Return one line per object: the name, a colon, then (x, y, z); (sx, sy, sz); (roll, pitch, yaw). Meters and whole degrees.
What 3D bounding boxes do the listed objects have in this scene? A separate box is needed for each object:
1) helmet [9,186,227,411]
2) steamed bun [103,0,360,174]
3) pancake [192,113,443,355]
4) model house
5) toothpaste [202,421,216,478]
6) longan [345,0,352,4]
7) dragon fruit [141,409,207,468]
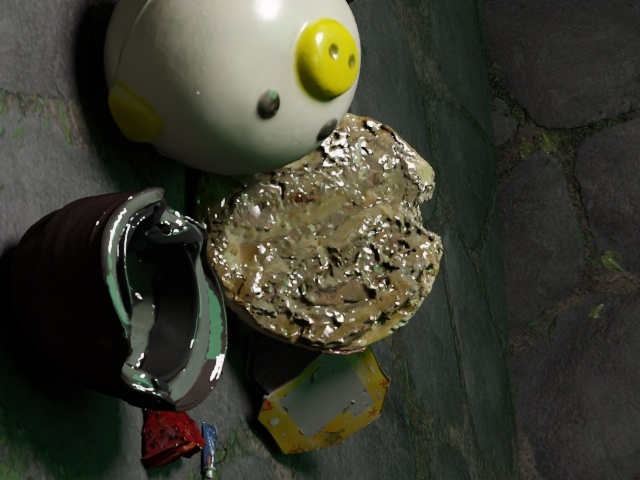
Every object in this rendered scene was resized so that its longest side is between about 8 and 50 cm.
helmet: (-0.235, 0.073, 1.575); (0.305, 0.177, 0.225); (64, 29, -53)
steamed bun: (-0.114, -0.245, 1.870); (0.374, 0.334, 0.334); (16, 64, -55)
pancake: (0.007, -0.015, 2.056); (0.071, 0.382, 0.382); (135, -53, -76)
model house: (-0.019, 0.215, 2.172); (0.136, 0.207, 0.219); (46, -6, 42)
toothpaste: (-0.152, 0.289, 1.917); (0.027, 0.019, 0.083); (33, 42, -41)
longan: (-0.065, -0.510, 2.124); (0.404, 0.336, 0.404); (48, 18, -22)
dragon fruit: (-0.175, 0.253, 1.805); (0.131, 0.063, 0.097); (39, 44, -61)
